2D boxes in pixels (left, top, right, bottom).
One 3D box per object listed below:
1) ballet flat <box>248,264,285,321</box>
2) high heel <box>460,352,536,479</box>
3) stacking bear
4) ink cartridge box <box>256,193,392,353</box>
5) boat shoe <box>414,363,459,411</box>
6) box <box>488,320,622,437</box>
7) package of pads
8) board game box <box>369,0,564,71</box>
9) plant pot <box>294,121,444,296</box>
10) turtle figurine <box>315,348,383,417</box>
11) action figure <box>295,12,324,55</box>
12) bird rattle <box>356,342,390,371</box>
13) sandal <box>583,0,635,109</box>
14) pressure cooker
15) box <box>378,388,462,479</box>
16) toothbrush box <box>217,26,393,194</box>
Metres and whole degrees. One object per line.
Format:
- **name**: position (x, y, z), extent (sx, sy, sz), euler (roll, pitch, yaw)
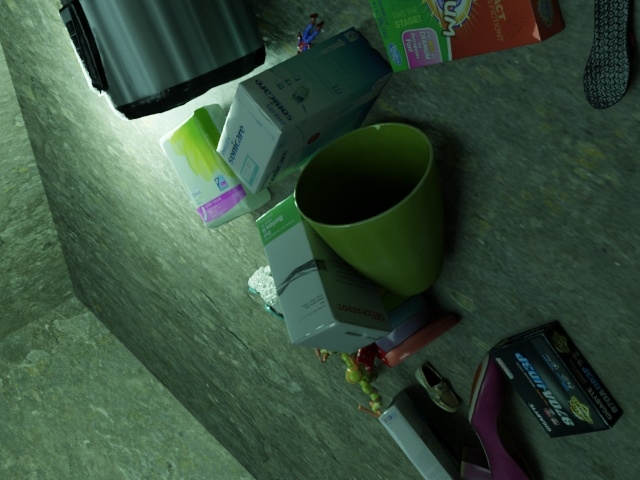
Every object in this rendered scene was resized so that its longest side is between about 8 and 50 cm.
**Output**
- **ballet flat**: position (-0.095, 0.119, 2.002), extent (0.147, 0.147, 0.409), euler (64, 171, -12)
- **high heel**: position (0.415, 0.407, 1.651), extent (0.181, 0.127, 0.377), euler (8, 125, 12)
- **stacking bear**: position (0.141, 0.121, 1.682), extent (0.289, 0.164, 0.175), euler (56, 149, 10)
- **ink cartridge box**: position (0.007, 0.073, 1.541), extent (0.122, 0.211, 0.289), euler (-33, 60, 27)
- **boat shoe**: position (0.279, 0.351, 1.793), extent (0.135, 0.050, 0.045), euler (44, 152, 19)
- **box**: position (0.458, 0.277, 1.478), extent (0.220, 0.051, 0.175), euler (55, 149, 2)
- **package of pads**: position (-0.287, -0.192, 2.007), extent (0.229, 0.101, 0.296), euler (-20, 100, 51)
- **board game box**: position (0.204, -0.410, 1.184), extent (0.317, 0.064, 0.242), euler (3, 121, 53)
- **plant pot**: position (0.135, -0.032, 1.478), extent (0.275, 0.274, 0.293), euler (21, 152, 44)
- **turtle figurine**: position (0.088, 0.317, 1.900), extent (0.269, 0.087, 0.217), euler (48, -173, 6)
- **action figure**: position (-0.028, -0.414, 1.537), extent (0.038, 0.030, 0.115), euler (47, 150, 5)
- **bird rattle**: position (0.103, 0.212, 1.844), extent (0.253, 0.143, 0.207), euler (46, 176, 19)
- **sandal**: position (0.413, -0.274, 1.055), extent (0.067, 0.040, 0.179), euler (17, 117, 39)
- **pressure cooker**: position (-0.347, -0.503, 1.579), extent (0.370, 0.375, 0.420), euler (-10, 112, 30)
- **box**: position (0.275, 0.520, 1.824), extent (0.322, 0.058, 0.232), euler (52, -170, 8)
- **toothbrush box**: position (-0.033, -0.248, 1.437), extent (0.126, 0.296, 0.216), euler (50, 148, 11)
